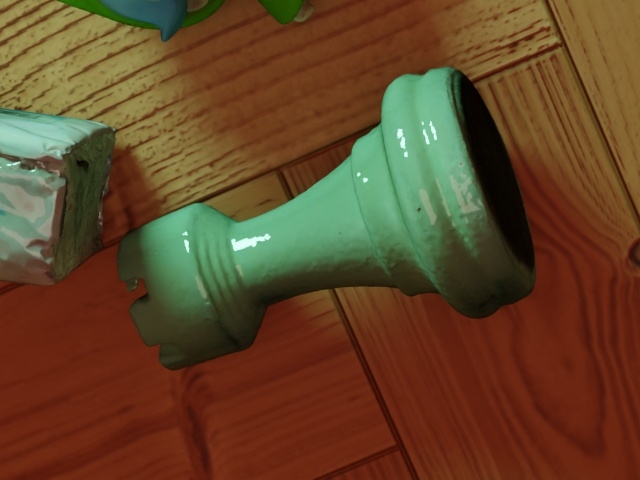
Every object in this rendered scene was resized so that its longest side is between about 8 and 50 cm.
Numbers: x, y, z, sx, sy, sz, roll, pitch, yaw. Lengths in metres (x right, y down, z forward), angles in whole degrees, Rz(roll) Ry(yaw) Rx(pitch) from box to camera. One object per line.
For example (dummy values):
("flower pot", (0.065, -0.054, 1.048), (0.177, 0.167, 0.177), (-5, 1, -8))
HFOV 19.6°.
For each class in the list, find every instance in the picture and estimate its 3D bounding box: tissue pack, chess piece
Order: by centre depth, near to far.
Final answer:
("tissue pack", (-0.309, -0.049, 1.422), (0.271, 0.201, 0.124), (8, 102, 4))
("chess piece", (0.000, 0.000, 1.426), (0.299, 0.194, 0.195), (-20, 97, 15))

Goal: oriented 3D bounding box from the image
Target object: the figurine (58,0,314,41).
("figurine", (-0.086, -0.235, 1.418), (0.263, 0.143, 0.162), (2, 107, -14))
